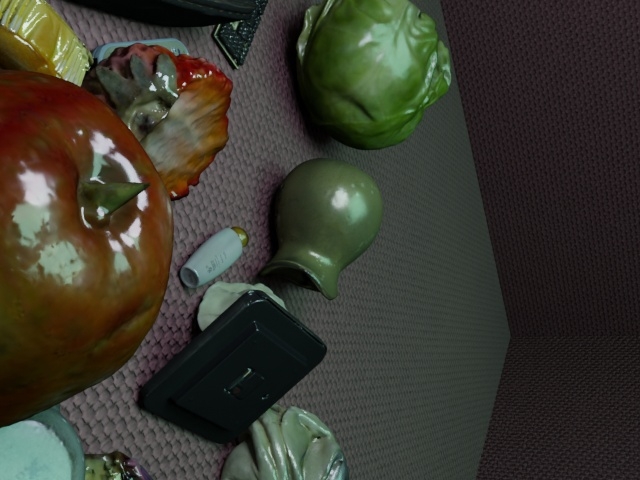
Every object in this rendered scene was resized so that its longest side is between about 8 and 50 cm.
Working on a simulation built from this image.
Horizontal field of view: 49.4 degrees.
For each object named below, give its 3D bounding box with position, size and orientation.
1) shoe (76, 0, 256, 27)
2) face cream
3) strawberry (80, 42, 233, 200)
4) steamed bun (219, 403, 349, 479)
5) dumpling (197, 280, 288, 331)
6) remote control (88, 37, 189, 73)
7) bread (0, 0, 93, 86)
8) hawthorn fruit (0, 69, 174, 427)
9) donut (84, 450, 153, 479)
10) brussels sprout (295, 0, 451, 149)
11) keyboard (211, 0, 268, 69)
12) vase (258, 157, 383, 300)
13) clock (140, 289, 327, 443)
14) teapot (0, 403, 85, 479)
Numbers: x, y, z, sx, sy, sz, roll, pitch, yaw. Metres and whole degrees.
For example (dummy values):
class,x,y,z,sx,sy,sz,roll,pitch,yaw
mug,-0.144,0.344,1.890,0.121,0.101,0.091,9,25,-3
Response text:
class,x,y,z,sx,sy,sz,roll,pitch,yaw
shoe,-0.261,-0.493,1.155,0.384,0.171,0.237,-9,98,-55
face cream,-0.200,0.029,1.326,0.182,0.051,0.072,-46,126,-54
strawberry,-0.269,-0.181,1.108,0.265,0.149,0.336,-53,168,-2
steamed bun,-0.049,0.469,1.388,0.280,0.207,0.267,44,49,-50
dumpling,-0.140,0.154,1.347,0.258,0.147,0.193,-10,65,-57
remote control,-0.302,-0.295,1.181,0.244,0.047,0.087,-35,120,-60
bread,-0.396,-0.247,0.901,0.190,0.132,0.114,44,49,-49
hawthorn fruit,-0.325,-0.004,0.727,0.403,0.403,0.402,15,73,-61
donut,-0.328,0.472,0.920,0.345,0.136,0.259,-58,141,-48
brussels sprout,0.112,-0.411,1.711,0.425,0.342,0.361,22,94,-56
keyboard,-0.157,-0.511,1.516,0.106,0.027,0.317,54,41,-45
vase,0.000,0.000,1.576,0.329,0.241,0.302,86,23,-70
clock,-0.140,0.238,1.230,0.049,0.279,0.273,49,2,40
teapot,-0.384,0.283,0.828,0.193,0.129,0.294,36,51,-26
